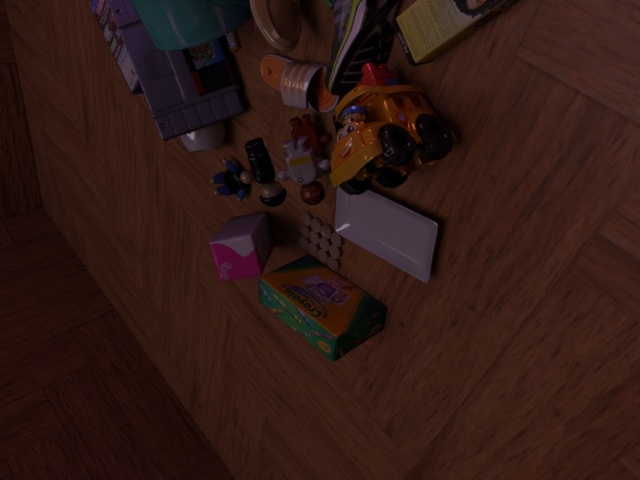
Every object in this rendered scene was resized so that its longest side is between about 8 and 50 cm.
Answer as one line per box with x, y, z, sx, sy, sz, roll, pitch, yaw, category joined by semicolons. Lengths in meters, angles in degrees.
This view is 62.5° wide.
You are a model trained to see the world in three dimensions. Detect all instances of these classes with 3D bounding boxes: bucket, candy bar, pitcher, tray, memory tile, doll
-0.279;-0.543;1.123;0.281;0.281;0.183;25;146;41;bucket
-0.230;-0.539;1.283;0.040;0.018;0.161;1;110;51;candy bar
-0.337;-0.349;1.457;0.178;0.126;0.206;-166;69;-71;pitcher
0.136;-0.030;1.113;0.270;0.030;0.145;31;131;38;tray
0.000;0.000;1.313;0.148;0.012;0.113;35;134;35;memory tile
-0.251;-0.172;1.496;0.189;0.046;0.129;-2;110;52;doll

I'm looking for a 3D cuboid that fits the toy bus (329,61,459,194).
0.100;-0.204;0.910;0.149;0.220;0.211;-30;79;51;toy bus

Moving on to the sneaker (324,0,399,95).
0.066;-0.404;0.941;0.121;0.111;0.299;51;137;34;sneaker

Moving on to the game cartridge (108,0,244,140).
-0.352;-0.455;1.320;0.068;0.230;0.354;-97;-13;-83;game cartridge

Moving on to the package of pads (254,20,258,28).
-0.092;-0.453;1.107;0.050;0.083;0.031;8;95;49;package of pads

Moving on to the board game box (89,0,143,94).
-0.497;-0.600;1.474;0.232;0.141;0.290;-25;89;54;board game box

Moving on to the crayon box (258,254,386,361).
-0.001;0.153;1.273;0.278;0.165;0.081;32;133;36;crayon box

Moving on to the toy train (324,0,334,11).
0.011;-0.470;1.019;0.083;0.024;0.017;53;142;17;toy train

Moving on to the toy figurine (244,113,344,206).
-0.026;-0.163;1.089;0.210;0.213;0.148;9;126;46;toy figurine

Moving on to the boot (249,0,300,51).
-0.047;-0.514;0.986;0.204;0.095;0.261;-17;78;52;boot

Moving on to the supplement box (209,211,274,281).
-0.199;0.012;1.380;0.220;0.114;0.111;-81;-20;-72;supplement box

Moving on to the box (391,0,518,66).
0.215;-0.360;0.801;0.232;0.058;0.087;-24;91;54;box

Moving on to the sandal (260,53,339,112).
-0.066;-0.339;1.146;0.265;0.076;0.101;30;131;38;sandal
